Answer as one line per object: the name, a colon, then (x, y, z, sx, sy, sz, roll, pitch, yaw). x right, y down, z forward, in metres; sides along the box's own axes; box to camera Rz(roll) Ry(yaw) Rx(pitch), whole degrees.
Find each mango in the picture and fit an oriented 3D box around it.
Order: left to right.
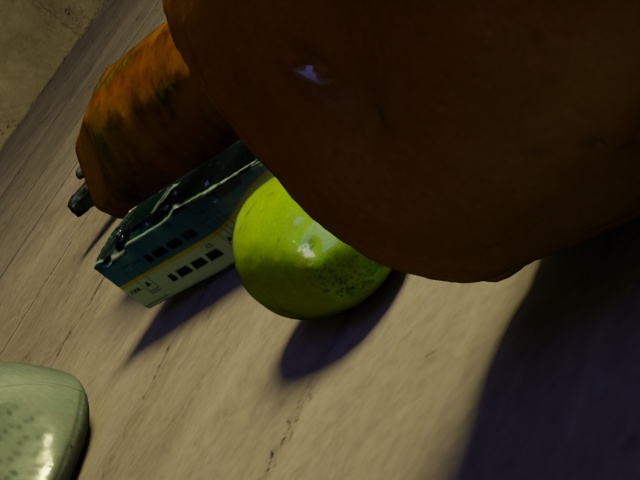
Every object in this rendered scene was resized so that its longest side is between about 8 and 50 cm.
mango: (0.000, 0.000, 0.738, 0.073, 0.056, 0.108, -57, 26, -6)

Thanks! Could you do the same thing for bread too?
bread: (0.097, -0.123, 0.465, 0.344, 0.195, 0.149, -40, 12, 46)

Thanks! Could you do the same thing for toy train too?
toy train: (-0.050, -0.021, 0.953, 0.234, 0.051, 0.052, -27, 27, 51)

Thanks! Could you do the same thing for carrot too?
carrot: (-0.060, -0.095, 1.057, 0.302, 0.114, 0.114, -29, 26, 53)

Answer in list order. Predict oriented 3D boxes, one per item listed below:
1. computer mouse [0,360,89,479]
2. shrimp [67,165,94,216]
computer mouse: (-0.237, 0.182, 0.910, 0.188, 0.122, 0.371, -44, 19, 28)
shrimp: (-0.129, -0.094, 1.406, 0.217, 0.051, 0.150, -46, 21, 4)
